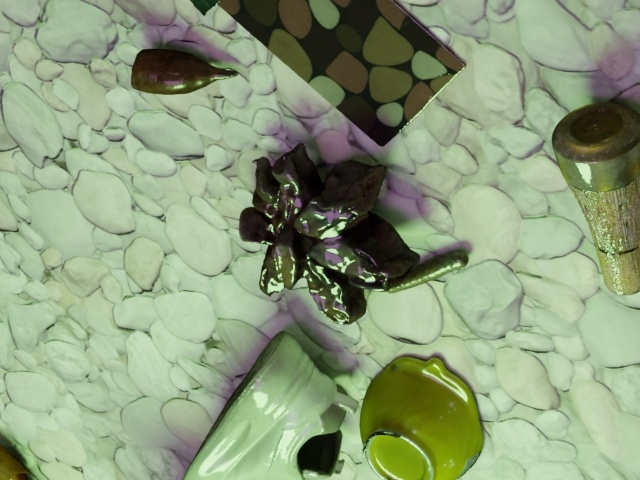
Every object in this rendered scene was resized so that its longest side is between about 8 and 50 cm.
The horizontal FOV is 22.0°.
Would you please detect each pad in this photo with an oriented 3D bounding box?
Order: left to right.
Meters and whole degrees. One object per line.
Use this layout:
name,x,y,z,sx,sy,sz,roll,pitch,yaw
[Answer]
pad,0.012,-0.203,1.594,0.235,0.003,0.158,41,138,-4

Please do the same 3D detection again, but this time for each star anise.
star anise,0.000,0.005,1.721,0.214,0.099,0.220,19,136,33

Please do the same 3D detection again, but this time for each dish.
dish,0.103,0.223,1.858,0.149,0.080,0.208,21,137,17

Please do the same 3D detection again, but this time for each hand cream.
hand cream,0.270,-0.028,1.523,0.084,0.084,0.203,7,135,30

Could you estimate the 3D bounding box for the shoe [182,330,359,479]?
shoe,-0.050,0.241,1.954,0.159,0.124,0.316,29,138,-1

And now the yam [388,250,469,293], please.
yam,0.111,0.034,1.725,0.116,0.021,0.021,-22,112,44

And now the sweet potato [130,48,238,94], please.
sweet potato,-0.139,-0.173,1.700,0.117,0.049,0.049,3,129,19

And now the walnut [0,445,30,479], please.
walnut,-0.457,0.373,2.355,0.116,0.116,0.207,7,130,30

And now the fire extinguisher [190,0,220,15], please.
fire extinguisher,-0.175,-0.348,1.531,0.118,0.093,0.294,-40,99,22
